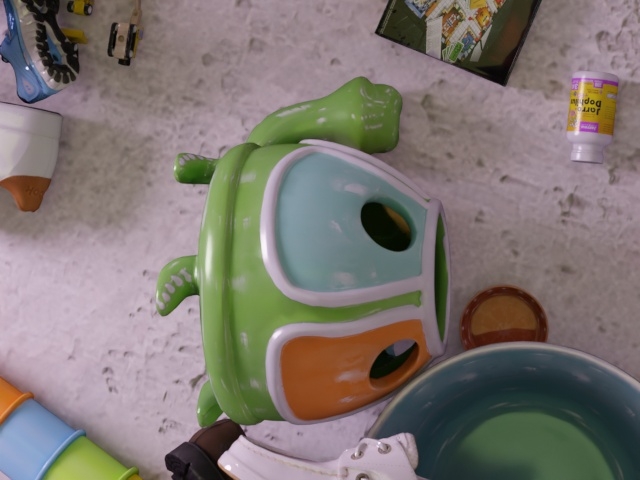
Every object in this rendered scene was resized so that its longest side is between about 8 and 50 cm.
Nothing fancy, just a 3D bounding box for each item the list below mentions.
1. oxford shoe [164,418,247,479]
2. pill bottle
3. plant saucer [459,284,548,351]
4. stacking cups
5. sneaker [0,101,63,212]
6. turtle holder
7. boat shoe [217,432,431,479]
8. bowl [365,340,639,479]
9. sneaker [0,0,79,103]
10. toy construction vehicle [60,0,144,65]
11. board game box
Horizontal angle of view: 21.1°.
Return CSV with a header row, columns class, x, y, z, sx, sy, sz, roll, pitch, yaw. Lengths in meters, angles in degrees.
class,x,y,z,sx,sy,sz,roll,pitch,yaw
oxford shoe,-0.043,0.265,1.610,0.096,0.083,0.227,-38,103,-29
pill bottle,0.252,-0.114,1.602,0.043,0.043,0.083,6,90,6
plant saucer,0.173,0.083,1.623,0.083,0.013,0.083,0,90,7
stacking cups,-0.276,0.201,1.640,0.316,0.096,0.096,34,93,10
sneaker,-0.397,-0.085,1.642,0.290,0.106,0.123,9,93,8
turtle holder,0.002,0.019,1.545,0.227,0.320,0.243,-3,116,12
boat shoe,0.054,0.204,1.435,0.277,0.098,0.096,20,91,-3
bowl,0.184,0.243,1.545,0.311,0.163,0.312,0,89,6
sneaker,-0.287,-0.202,1.643,0.073,0.063,0.162,-35,60,32
toy construction vehicle,-0.213,-0.204,1.663,0.086,0.035,0.098,6,87,17
board game box,0.163,-0.289,1.623,0.136,0.030,0.260,24,92,8
